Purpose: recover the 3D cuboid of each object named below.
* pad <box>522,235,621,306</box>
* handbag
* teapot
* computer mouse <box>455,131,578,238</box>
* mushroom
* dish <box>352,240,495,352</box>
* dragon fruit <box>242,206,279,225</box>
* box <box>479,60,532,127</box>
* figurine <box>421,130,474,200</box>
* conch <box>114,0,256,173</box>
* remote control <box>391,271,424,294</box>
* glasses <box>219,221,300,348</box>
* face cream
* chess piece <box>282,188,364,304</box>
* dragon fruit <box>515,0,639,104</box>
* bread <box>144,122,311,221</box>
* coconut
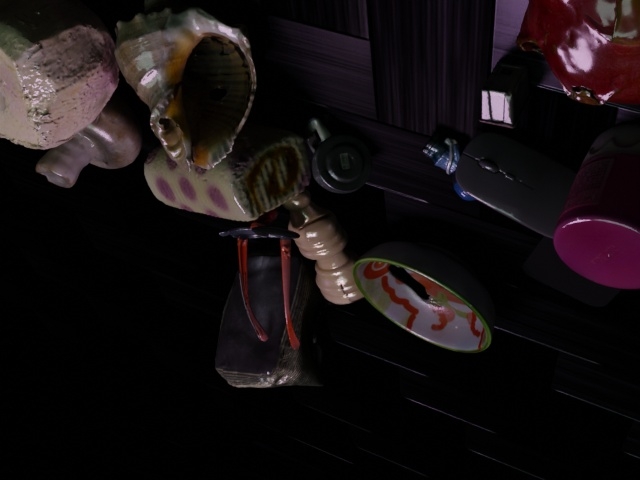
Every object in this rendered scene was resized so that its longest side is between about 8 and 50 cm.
[{"bbox_3d":[0.491,0.039,1.714,0.181,0.004,0.267,27,152,5],"label":"pad"},{"bbox_3d":[-0.095,0.206,2.227,0.247,0.340,0.240,-1,159,36],"label":"handbag"},{"bbox_3d":[0.015,-0.149,1.737,0.149,0.111,0.108,30,167,-14],"label":"teapot"},{"bbox_3d":[0.339,-0.092,1.527,0.232,0.120,0.057,29,-176,2],"label":"computer mouse"},{"bbox_3d":[-0.516,-0.222,1.986,0.244,0.243,0.243,22,152,13],"label":"mushroom"},{"bbox_3d":[0.236,0.093,1.928,0.324,0.124,0.324,29,157,13],"label":"dish"},{"bbox_3d":[-0.133,-0.069,2.055,0.094,0.094,0.190,23,174,12],"label":"dragon fruit"},{"bbox_3d":[0.279,-0.222,1.391,0.060,0.084,0.063,17,145,24],"label":"box"},{"bbox_3d":[0.236,-0.126,1.595,0.136,0.079,0.077,30,155,0],"label":"figurine"},{"bbox_3d":[-0.217,-0.294,1.626,0.263,0.186,0.324,-4,113,28],"label":"conch"},{"bbox_3d":[0.189,0.099,2.088,0.096,0.014,0.039,25,152,7],"label":"remote control"},{"bbox_3d":[-0.126,0.094,1.969,0.118,0.268,0.234,-1,-179,-30],"label":"glasses"},{"bbox_3d":[0.461,-0.051,1.385,0.175,0.194,0.175,21,151,12],"label":"face cream"},{"bbox_3d":[0.000,0.000,2.010,0.307,0.124,0.139,56,171,-35],"label":"chess piece"},{"bbox_3d":[0.356,-0.278,1.080,0.250,0.250,0.315,24,169,9],"label":"dragon fruit"},{"bbox_3d":[-0.185,-0.143,1.783,0.338,0.187,0.155,14,128,51],"label":"bread"},{"bbox_3d":[-0.531,-0.345,1.761,0.297,0.254,0.297,25,136,26],"label":"coconut"}]
